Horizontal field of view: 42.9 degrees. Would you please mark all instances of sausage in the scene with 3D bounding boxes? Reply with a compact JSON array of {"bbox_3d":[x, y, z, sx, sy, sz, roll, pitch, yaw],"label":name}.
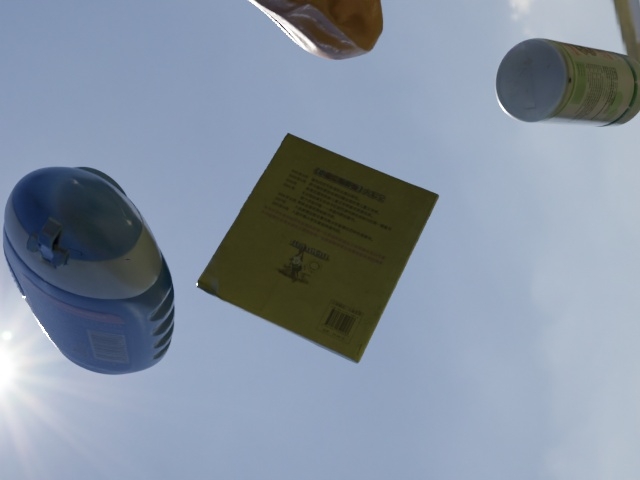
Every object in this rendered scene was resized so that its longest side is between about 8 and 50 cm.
[{"bbox_3d":[-0.020,-0.286,0.873,0.241,0.120,0.136,30,-128,-41],"label":"sausage"}]

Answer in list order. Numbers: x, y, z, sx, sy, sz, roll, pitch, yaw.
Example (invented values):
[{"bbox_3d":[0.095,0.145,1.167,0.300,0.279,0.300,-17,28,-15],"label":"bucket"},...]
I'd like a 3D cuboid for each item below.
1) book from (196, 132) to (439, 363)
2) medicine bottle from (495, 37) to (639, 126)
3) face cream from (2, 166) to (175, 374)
[{"bbox_3d":[0.000,0.000,0.767,0.192,0.168,0.013,-61,-13,-25],"label":"book"},{"bbox_3d":[0.270,-0.165,0.868,0.183,0.086,0.086,-7,-90,-45],"label":"medicine bottle"},{"bbox_3d":[-0.186,0.027,0.653,0.264,0.149,0.083,110,-174,-62],"label":"face cream"}]
